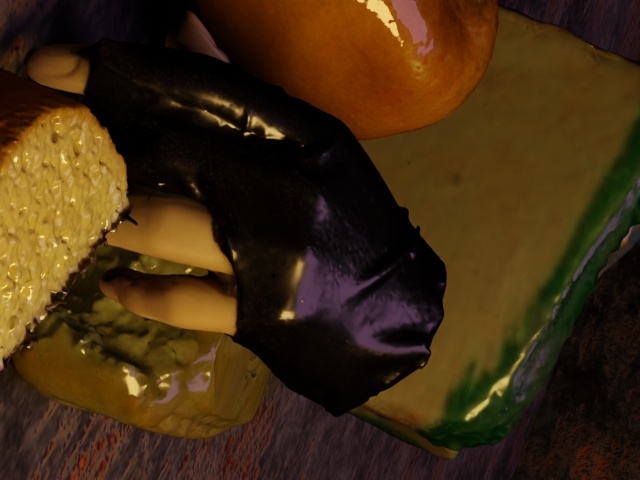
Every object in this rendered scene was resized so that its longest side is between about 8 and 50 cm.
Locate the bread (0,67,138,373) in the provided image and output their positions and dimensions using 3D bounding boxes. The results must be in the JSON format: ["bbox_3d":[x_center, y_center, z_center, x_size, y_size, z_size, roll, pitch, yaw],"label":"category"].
[{"bbox_3d":[-0.195,-0.016,0.952,0.260,0.129,0.134,-59,151,-46],"label":"bread"}]

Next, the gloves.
[{"bbox_3d":[-0.053,-0.030,1.156,0.152,0.301,0.197,-47,-156,49],"label":"gloves"}]

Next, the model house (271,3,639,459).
[{"bbox_3d":[0.130,-0.003,1.721,0.382,0.335,0.342,-63,161,-5],"label":"model house"}]

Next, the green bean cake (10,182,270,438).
[{"bbox_3d":[-0.098,0.015,1.309,0.233,0.124,0.236,41,66,-72],"label":"green bean cake"}]

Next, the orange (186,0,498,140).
[{"bbox_3d":[0.004,-0.171,1.318,0.183,0.249,0.249,-50,162,-1],"label":"orange"}]
